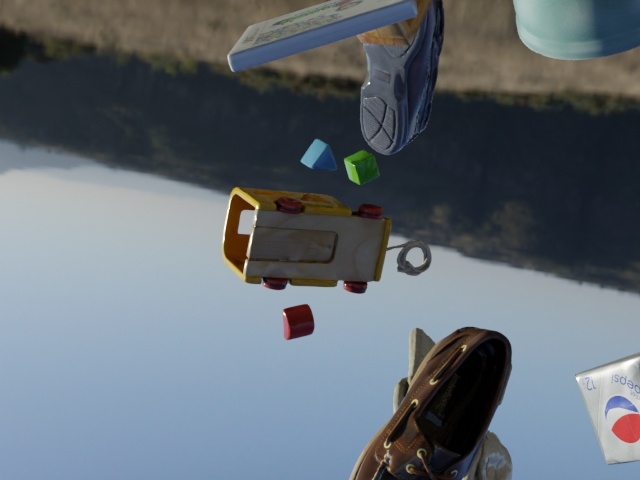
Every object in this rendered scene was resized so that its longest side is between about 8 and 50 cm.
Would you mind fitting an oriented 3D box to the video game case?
[{"bbox_3d":[0.005,-0.187,0.940,0.157,0.019,0.143,-15,-162,9],"label":"video game case"}]

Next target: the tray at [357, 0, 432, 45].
[{"bbox_3d":[0.107,-0.437,1.190,0.076,0.411,0.203,11,155,36],"label":"tray"}]

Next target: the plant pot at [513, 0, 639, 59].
[{"bbox_3d":[0.432,-0.455,1.746,0.293,0.293,0.196,10,141,37],"label":"plant pot"}]

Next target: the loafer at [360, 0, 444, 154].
[{"bbox_3d":[0.121,-0.265,1.538,0.095,0.302,0.109,-25,-133,-35],"label":"loafer"}]

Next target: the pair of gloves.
[{"bbox_3d":[0.163,0.245,1.303,0.042,0.240,0.204,-20,-150,29],"label":"pair of gloves"}]

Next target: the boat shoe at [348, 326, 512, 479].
[{"bbox_3d":[0.082,0.157,0.846,0.073,0.207,0.073,30,165,-13],"label":"boat shoe"}]

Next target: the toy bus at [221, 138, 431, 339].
[{"bbox_3d":[-0.010,-0.006,1.221,0.202,0.191,0.104,56,170,-30],"label":"toy bus"}]

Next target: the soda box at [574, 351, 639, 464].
[{"bbox_3d":[0.387,0.125,1.030,0.286,0.091,0.098,-12,169,-28],"label":"soda box"}]
